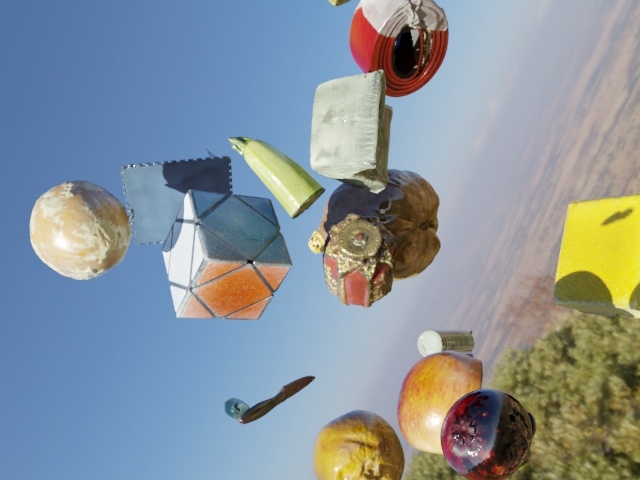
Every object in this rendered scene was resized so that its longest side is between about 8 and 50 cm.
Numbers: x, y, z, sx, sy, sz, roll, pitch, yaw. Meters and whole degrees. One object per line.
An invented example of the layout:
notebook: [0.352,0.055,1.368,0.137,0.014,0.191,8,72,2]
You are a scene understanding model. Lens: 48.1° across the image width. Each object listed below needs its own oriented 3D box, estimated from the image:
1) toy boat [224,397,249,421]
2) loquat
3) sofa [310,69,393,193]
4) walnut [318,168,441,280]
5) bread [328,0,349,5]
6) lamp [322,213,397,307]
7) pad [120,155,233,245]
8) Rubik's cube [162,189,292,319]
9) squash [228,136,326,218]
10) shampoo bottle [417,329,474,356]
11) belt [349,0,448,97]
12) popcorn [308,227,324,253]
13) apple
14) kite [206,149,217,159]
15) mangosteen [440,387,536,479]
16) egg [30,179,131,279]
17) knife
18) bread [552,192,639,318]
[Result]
toy boat: [-0.243,0.482,2.056,0.055,0.060,0.141,-63,22,-12]
loquat: [0.096,0.624,2.052,0.283,0.276,0.276,-6,53,59]
sofa: [0.103,-0.220,1.493,0.225,0.176,0.210,16,-104,-51]
walnut: [0.153,-0.040,1.935,0.306,0.343,0.306,-3,-86,-50]
bread: [0.043,-0.778,1.976,0.184,0.234,0.110,-34,-4,-22]
lamp: [0.091,0.049,1.656,0.177,0.177,0.274,-63,-14,-20]
pad: [-0.350,-0.095,1.798,0.270,0.268,0.012,96,164,-44]
Rubik's cube: [-0.210,0.034,1.571,0.207,0.205,0.205,-58,40,40]
squash: [-0.102,-0.145,1.487,0.094,0.224,0.094,-48,-6,-6]
shampoo bottle: [0.403,0.318,2.215,0.262,0.085,0.085,8,-72,-50]
belt: [0.188,-0.490,1.733,0.227,0.115,0.324,-32,-29,-4]
popcorn: [0.000,0.000,2.067,0.083,0.057,0.082,-38,-13,-46]
apple: [0.265,0.366,1.677,0.293,0.163,0.252,99,-176,-78]
kite: [-0.298,-0.226,2.040,0.004,0.090,0.122,-38,22,9]
mangosteen: [0.328,0.377,1.370,0.200,0.199,0.200,24,-90,-81]
egg: [-0.502,-0.022,1.506,0.203,0.245,0.204,-23,-54,-34]
knife: [-0.070,0.271,1.258,0.247,0.018,0.036,-17,-55,-60]
bread: [0.817,0.039,1.981,0.323,0.143,0.333,0,75,62]
